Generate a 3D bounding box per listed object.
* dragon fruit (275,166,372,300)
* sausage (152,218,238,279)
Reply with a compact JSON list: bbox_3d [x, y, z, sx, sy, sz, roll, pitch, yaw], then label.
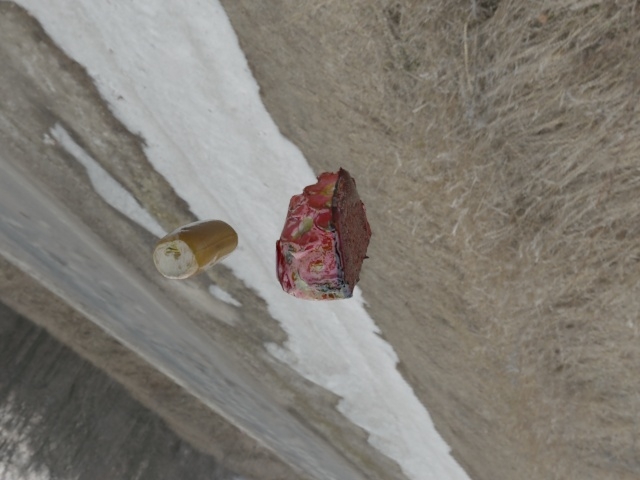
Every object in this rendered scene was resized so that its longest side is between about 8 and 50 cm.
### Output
[{"bbox_3d":[0.000,0.000,0.963,0.189,0.262,0.163,-39,102,20],"label":"dragon fruit"},{"bbox_3d":[-0.247,0.007,1.324,0.112,0.112,0.328,26,-166,7],"label":"sausage"}]
